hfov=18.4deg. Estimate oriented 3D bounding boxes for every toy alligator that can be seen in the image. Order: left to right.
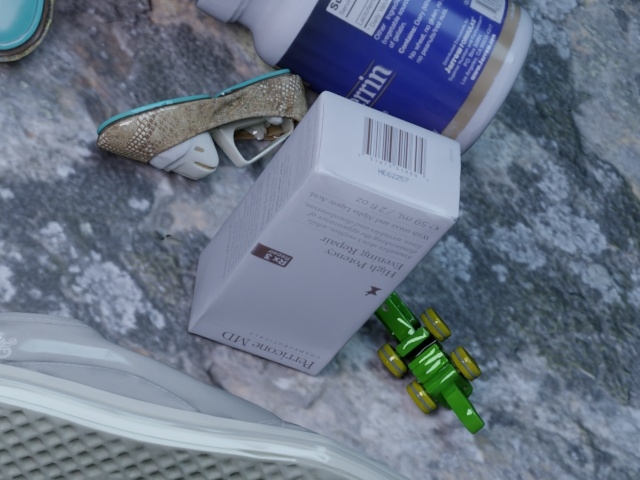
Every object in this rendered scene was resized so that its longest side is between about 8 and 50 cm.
[{"bbox_3d":[0.073,0.078,1.584,0.189,0.056,0.051,52,5,15],"label":"toy alligator"}]

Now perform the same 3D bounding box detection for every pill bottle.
[{"bbox_3d":[0.036,-0.192,1.695,0.265,0.153,0.153,29,46,-9],"label":"pill bottle"}]

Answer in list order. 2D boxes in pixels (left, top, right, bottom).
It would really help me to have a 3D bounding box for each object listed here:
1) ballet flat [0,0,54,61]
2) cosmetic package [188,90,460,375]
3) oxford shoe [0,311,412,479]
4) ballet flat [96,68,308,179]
[{"bbox_3d":[-0.325,-0.300,1.580,0.348,0.123,0.123,56,46,-8],"label":"ballet flat"},{"bbox_3d":[0.000,0.000,1.469,0.117,0.231,0.085,20,48,-16],"label":"cosmetic package"},{"bbox_3d":[-0.085,0.159,1.359,0.449,0.169,0.130,21,28,-15],"label":"oxford shoe"},{"bbox_3d":[-0.086,-0.088,1.603,0.206,0.073,0.067,-20,82,-36],"label":"ballet flat"}]
